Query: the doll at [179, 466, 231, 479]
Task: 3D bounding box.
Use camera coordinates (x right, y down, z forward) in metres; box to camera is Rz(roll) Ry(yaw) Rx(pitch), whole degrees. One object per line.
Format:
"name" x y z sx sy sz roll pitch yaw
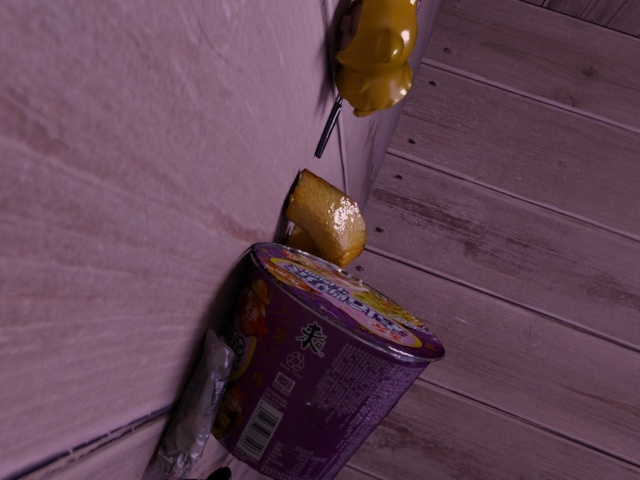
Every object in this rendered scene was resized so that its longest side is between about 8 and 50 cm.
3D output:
"doll" -0.215 0.481 0.928 0.182 0.118 0.257 -61 171 -61

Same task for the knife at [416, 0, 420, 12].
"knife" 0.235 -0.613 1.606 0.398 0.038 0.132 -63 173 -55

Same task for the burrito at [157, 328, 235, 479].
"burrito" -0.166 0.224 0.789 0.064 0.064 0.203 64 46 -81

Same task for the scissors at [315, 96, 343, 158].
"scissors" 0.034 -0.260 1.126 0.088 0.017 0.220 69 43 -82

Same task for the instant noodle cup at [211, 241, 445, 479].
"instant noodle cup" -0.015 0.195 0.907 0.265 0.340 0.340 -62 175 10

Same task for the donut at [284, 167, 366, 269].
"donut" 0.005 -0.002 1.086 0.259 0.152 0.101 103 13 -46

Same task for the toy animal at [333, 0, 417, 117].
"toy animal" 0.091 -0.296 0.944 0.229 0.156 0.156 104 8 -68
